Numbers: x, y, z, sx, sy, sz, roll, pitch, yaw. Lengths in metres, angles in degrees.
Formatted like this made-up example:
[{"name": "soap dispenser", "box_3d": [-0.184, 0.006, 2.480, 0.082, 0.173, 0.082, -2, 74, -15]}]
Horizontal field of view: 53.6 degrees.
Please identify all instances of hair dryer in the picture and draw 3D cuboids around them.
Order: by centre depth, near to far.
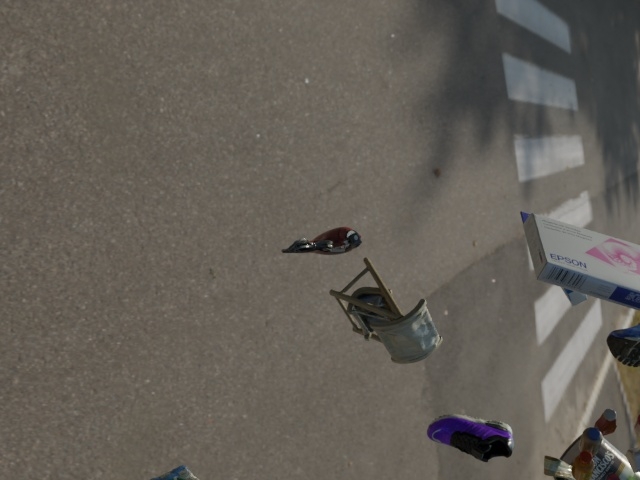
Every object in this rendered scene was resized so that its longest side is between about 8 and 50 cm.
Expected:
[{"name": "hair dryer", "box_3d": [0.000, 0.000, 1.826, 0.293, 0.224, 0.080, 104, -18, -83]}]

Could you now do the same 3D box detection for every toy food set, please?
[{"name": "toy food set", "box_3d": [0.628, 0.413, 1.313, 0.104, 0.232, 0.111, 70, 6, -51]}]

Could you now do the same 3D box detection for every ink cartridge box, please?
[{"name": "ink cartridge box", "box_3d": [0.718, 0.031, 1.702, 0.330, 0.324, 0.071, -78, -175, -53]}, {"name": "ink cartridge box", "box_3d": [0.746, 0.122, 1.911, 0.088, 0.052, 0.122, 45, 19, -48]}]

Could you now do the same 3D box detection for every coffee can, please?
[{"name": "coffee can", "box_3d": [0.955, 0.795, 2.101, 0.275, 0.201, 0.201, 41, 28, 15]}]

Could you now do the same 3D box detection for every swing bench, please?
[{"name": "swing bench", "box_3d": [0.195, 0.224, 1.840, 0.165, 0.255, 0.253, -43, 141, -10]}]

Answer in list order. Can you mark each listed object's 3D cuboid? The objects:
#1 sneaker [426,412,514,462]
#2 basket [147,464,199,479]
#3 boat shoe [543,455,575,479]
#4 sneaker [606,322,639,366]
[{"name": "sneaker", "box_3d": [0.509, 0.673, 2.130, 0.146, 0.293, 0.102, -79, 171, -65]}, {"name": "basket", "box_3d": [-0.306, 0.628, 1.298, 0.255, 0.289, 0.201, -8, 131, -42]}, {"name": "boat shoe", "box_3d": [0.528, 0.509, 1.384, 0.135, 0.050, 0.045, 31, 72, -29]}, {"name": "sneaker", "box_3d": [0.888, 0.237, 1.686, 0.129, 0.330, 0.147, 108, -31, -46]}]
